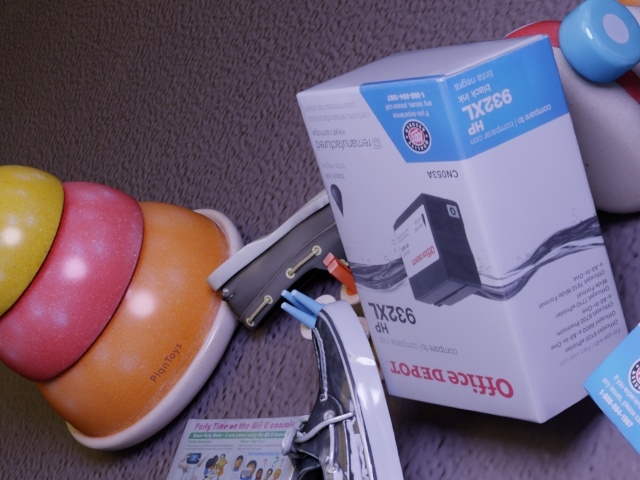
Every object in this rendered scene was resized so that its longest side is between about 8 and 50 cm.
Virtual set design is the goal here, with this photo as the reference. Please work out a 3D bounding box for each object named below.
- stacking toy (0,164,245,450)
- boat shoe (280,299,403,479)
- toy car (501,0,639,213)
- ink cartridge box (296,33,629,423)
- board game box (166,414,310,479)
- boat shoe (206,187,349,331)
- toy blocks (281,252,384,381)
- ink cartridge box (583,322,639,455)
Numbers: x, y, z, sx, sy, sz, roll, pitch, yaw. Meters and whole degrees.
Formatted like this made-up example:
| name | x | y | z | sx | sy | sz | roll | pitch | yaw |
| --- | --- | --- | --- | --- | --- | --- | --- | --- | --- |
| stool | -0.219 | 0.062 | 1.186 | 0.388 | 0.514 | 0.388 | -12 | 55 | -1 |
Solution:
| name | x | y | z | sx | sy | sz | roll | pitch | yaw |
| --- | --- | --- | --- | --- | --- | --- | --- | --- | --- |
| stacking toy | -0.359 | 0.015 | 1.779 | 0.350 | 0.480 | 0.350 | -35 | 36 | 30 |
| boat shoe | 0.015 | 0.199 | 1.359 | 0.105 | 0.113 | 0.306 | -10 | 64 | -4 |
| toy car | 0.266 | -0.164 | 1.369 | 0.219 | 0.210 | 0.238 | -37 | 20 | 49 |
| ink cartridge box | 0.126 | -0.010 | 1.275 | 0.129 | 0.307 | 0.223 | -26 | 15 | -31 |
| board game box | -0.093 | 0.335 | 1.470 | 0.224 | 0.097 | 0.303 | -9 | 54 | 50 |
| boat shoe | 0.002 | -0.001 | 1.671 | 0.305 | 0.091 | 0.109 | -36 | -2 | 27 |
| toy blocks | 0.022 | 0.065 | 1.517 | 0.054 | 0.148 | 0.123 | -28 | 40 | 38 |
| ink cartridge box | 0.364 | 0.092 | 0.956 | 0.270 | 0.197 | 0.198 | -49 | 31 | 10 |
